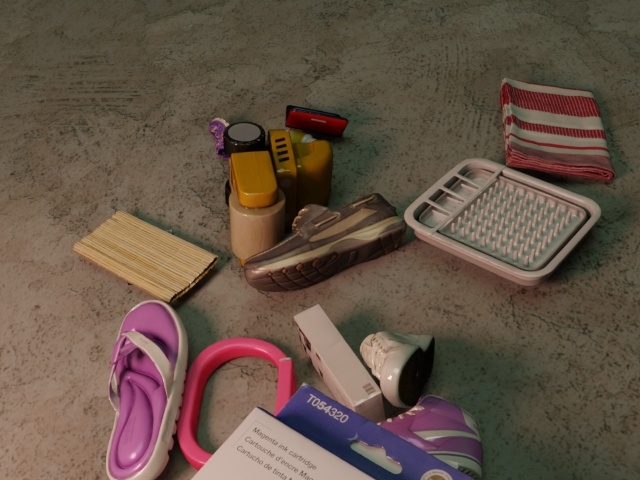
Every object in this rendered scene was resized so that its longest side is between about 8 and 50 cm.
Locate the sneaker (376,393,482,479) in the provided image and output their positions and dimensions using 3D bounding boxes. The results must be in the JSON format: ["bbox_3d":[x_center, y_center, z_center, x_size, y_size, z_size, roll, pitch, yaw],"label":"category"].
[{"bbox_3d":[0.127,0.329,1.427,0.282,0.102,0.161,6,41,3],"label":"sneaker"}]

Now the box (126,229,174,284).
[{"bbox_3d":[-0.374,0.036,1.873,0.094,0.027,0.137,-7,44,3],"label":"box"}]

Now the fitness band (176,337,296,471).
[{"bbox_3d":[-0.151,0.293,1.544,0.209,0.054,0.290,-4,43,8],"label":"fitness band"}]

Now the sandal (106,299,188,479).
[{"bbox_3d":[-0.331,0.249,1.558,0.169,0.102,0.416,-27,42,13],"label":"sandal"}]

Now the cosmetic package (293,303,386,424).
[{"bbox_3d":[0.033,0.232,1.539,0.060,0.098,0.239,-27,45,-12],"label":"cosmetic package"}]

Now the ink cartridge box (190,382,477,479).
[{"bbox_3d":[-0.005,0.347,1.068,0.324,0.071,0.330,23,56,31],"label":"ink cartridge box"}]

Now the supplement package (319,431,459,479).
[{"bbox_3d":[0.082,0.440,1.192,0.198,0.262,0.199,8,48,20],"label":"supplement package"}]

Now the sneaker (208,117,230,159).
[{"bbox_3d":[-0.238,-0.244,2.110,0.071,0.068,0.170,-33,48,-13],"label":"sneaker"}]

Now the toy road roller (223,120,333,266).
[{"bbox_3d":[-0.083,-0.111,1.849,0.241,0.202,0.329,-4,41,-8],"label":"toy road roller"}]

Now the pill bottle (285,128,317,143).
[{"bbox_3d":[-0.047,-0.243,2.083,0.083,0.043,0.043,22,53,30],"label":"pill bottle"}]

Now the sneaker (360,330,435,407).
[{"bbox_3d":[0.117,0.216,1.455,0.123,0.105,0.290,6,3,15],"label":"sneaker"}]

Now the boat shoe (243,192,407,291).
[{"bbox_3d":[0.000,0.000,1.746,0.356,0.132,0.130,-18,64,-20],"label":"boat shoe"}]

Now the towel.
[{"bbox_3d":[0.536,-0.265,1.953,0.237,0.037,0.329,8,43,0],"label":"towel"}]

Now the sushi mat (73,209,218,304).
[{"bbox_3d":[-0.381,0.030,1.847,0.317,0.019,0.151,23,52,31],"label":"sushi mat"}]

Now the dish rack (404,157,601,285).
[{"bbox_3d":[0.371,-0.034,1.749,0.333,0.072,0.285,26,49,33],"label":"dish rack"}]

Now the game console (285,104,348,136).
[{"bbox_3d":[-0.009,-0.311,2.089,0.144,0.124,0.085,9,70,-9],"label":"game console"}]
